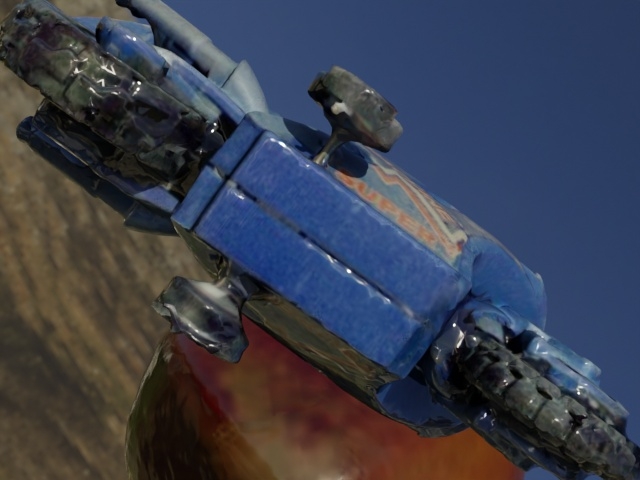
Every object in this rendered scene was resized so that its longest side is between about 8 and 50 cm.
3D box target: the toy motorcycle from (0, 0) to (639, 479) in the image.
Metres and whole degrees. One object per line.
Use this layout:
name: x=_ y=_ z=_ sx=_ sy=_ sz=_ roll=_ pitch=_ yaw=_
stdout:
toy motorcycle: x=0.000 y=0.000 z=0.410 sx=0.205 sy=0.076 sz=0.114 roll=36 pitch=1 yaw=-4

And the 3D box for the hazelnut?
hazelnut: x=0.002 y=0.106 z=0.690 sx=0.208 sy=0.208 sz=0.208 roll=40 pitch=-33 yaw=32
